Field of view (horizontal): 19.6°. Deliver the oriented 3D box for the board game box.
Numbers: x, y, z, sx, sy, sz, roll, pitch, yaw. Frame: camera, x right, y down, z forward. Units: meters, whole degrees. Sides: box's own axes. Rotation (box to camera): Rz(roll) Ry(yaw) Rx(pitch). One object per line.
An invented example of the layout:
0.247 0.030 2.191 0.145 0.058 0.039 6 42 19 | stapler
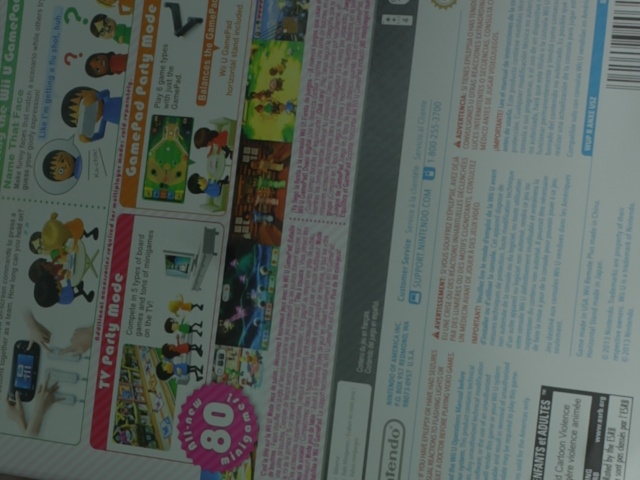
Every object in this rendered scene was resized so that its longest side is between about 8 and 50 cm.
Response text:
0.000 0.000 0.739 0.303 0.097 0.224 7 88 23 | board game box
